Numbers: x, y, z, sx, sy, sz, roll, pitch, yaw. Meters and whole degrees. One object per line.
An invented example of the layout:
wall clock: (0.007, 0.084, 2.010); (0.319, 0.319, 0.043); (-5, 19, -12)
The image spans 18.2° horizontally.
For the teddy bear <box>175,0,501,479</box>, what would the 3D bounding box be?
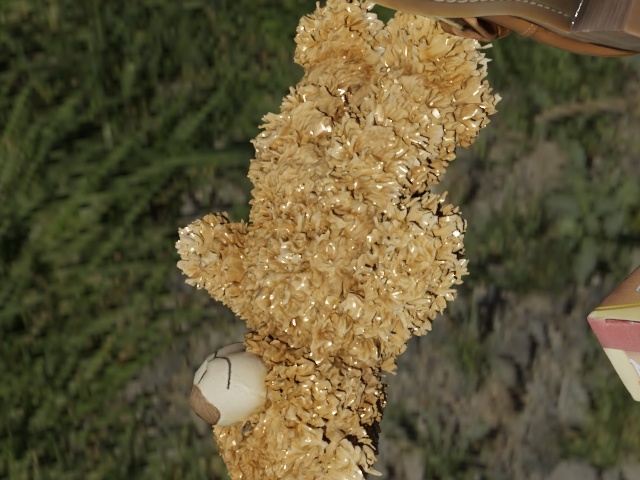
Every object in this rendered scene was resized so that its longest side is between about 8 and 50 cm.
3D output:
teddy bear: (0.000, 0.000, 1.233); (0.245, 0.113, 0.338); (37, 104, 42)

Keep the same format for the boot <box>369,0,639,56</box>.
boot: (0.042, -0.156, 0.924); (0.283, 0.220, 0.109); (10, 95, -20)

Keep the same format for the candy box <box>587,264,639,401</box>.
candy box: (0.365, -0.005, 1.450); (0.316, 0.183, 0.087); (-42, 111, -24)
